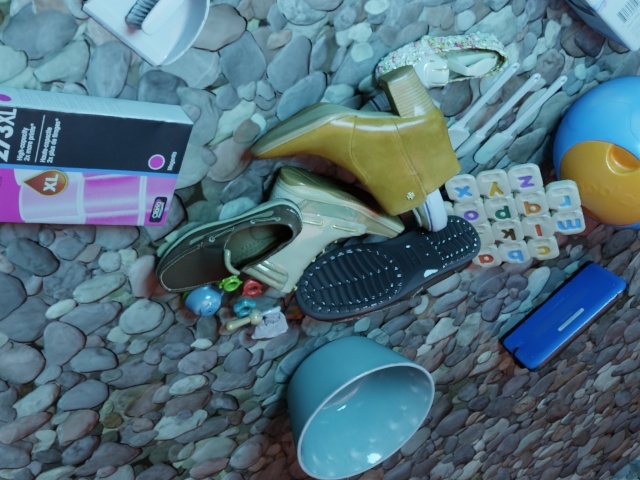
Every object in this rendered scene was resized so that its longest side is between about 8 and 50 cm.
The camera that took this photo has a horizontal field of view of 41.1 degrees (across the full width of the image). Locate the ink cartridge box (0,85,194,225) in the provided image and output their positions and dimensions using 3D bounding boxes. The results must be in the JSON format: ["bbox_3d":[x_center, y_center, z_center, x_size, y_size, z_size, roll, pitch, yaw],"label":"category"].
[{"bbox_3d":[-0.367,-0.111,1.149,0.371,0.069,0.175,2,123,-33],"label":"ink cartridge box"}]

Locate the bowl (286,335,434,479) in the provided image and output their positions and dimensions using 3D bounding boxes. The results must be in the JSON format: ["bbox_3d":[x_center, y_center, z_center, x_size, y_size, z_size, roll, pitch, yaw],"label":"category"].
[{"bbox_3d":[0.057,0.314,1.715,0.312,0.163,0.311,-18,132,-22],"label":"bowl"}]

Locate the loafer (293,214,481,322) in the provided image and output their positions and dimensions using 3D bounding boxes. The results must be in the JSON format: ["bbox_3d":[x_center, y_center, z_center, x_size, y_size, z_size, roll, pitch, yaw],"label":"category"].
[{"bbox_3d":[0.127,0.074,1.588,0.366,0.133,0.130,-17,154,-14],"label":"loafer"}]

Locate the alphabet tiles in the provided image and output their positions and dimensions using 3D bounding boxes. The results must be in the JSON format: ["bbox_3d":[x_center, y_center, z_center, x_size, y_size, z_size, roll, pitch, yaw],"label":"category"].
[{"bbox_3d":[0.348,-0.044,1.614,0.284,0.021,0.278,-9,139,20],"label":"alphabet tiles"}]

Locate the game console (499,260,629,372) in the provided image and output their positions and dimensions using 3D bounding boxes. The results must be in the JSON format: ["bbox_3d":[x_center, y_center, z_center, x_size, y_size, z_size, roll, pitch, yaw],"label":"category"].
[{"bbox_3d":[0.590,0.208,2.005,0.293,0.250,0.173,-43,111,2],"label":"game console"}]

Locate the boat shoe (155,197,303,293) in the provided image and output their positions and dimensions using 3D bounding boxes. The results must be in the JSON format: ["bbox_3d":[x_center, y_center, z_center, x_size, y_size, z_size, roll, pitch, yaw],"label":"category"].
[{"bbox_3d":[-0.148,0.016,1.335,0.257,0.095,0.095,-29,113,10],"label":"boat shoe"}]

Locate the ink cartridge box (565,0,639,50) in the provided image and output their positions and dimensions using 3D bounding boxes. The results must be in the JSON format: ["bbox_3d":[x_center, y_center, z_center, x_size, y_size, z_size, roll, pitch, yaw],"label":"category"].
[{"bbox_3d":[0.479,-0.484,1.380,0.306,0.131,0.226,26,108,-43],"label":"ink cartridge box"}]

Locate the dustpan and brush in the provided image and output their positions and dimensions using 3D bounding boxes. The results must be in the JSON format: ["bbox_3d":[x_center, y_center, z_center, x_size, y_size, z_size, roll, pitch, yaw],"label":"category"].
[{"bbox_3d":[-0.181,-0.327,1.098,0.211,0.060,0.147,-47,137,7],"label":"dustpan and brush"}]

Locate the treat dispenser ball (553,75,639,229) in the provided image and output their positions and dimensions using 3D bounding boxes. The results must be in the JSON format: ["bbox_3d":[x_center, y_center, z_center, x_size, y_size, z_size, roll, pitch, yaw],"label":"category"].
[{"bbox_3d":[0.586,-0.164,1.602,0.288,0.288,0.288,-19,133,-22],"label":"treat dispenser ball"}]

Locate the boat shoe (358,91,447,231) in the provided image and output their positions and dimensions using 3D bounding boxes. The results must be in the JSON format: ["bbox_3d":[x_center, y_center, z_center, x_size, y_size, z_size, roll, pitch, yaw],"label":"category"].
[{"bbox_3d":[0.132,-0.123,1.470,0.094,0.109,0.302,-27,127,4],"label":"boat shoe"}]

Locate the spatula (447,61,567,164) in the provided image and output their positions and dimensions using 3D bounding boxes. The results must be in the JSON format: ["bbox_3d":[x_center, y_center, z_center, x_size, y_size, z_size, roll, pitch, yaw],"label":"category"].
[{"bbox_3d":[0.310,-0.216,1.508,0.168,0.019,0.242,7,142,-35],"label":"spatula"}]

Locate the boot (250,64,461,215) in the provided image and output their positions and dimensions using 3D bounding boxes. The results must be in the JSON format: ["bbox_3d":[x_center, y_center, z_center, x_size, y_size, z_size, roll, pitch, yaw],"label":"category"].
[{"bbox_3d":[0.062,-0.122,1.332,0.295,0.104,0.211,-24,114,4],"label":"boot"}]

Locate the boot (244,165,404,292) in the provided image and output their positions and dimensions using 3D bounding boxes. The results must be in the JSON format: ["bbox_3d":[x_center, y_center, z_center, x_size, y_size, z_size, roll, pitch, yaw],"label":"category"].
[{"bbox_3d":[0.000,0.000,1.462,0.262,0.095,0.203,17,112,-35],"label":"boot"}]

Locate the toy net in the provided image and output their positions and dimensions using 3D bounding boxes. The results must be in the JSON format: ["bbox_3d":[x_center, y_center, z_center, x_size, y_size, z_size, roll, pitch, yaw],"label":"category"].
[{"bbox_3d":[-0.129,0.111,1.500,0.122,0.045,0.232,-43,142,16],"label":"toy net"}]

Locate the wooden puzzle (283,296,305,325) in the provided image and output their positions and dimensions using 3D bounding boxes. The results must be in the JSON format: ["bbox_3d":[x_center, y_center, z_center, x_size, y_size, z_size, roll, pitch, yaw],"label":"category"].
[{"bbox_3d":[-0.042,0.127,1.607,0.049,0.006,0.083,5,121,-38],"label":"wooden puzzle"}]

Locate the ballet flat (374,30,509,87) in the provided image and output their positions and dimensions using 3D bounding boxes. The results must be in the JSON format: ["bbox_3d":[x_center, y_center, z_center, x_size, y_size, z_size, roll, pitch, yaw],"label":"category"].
[{"bbox_3d":[0.206,-0.289,1.389,0.241,0.077,0.091,-19,134,-21],"label":"ballet flat"}]
